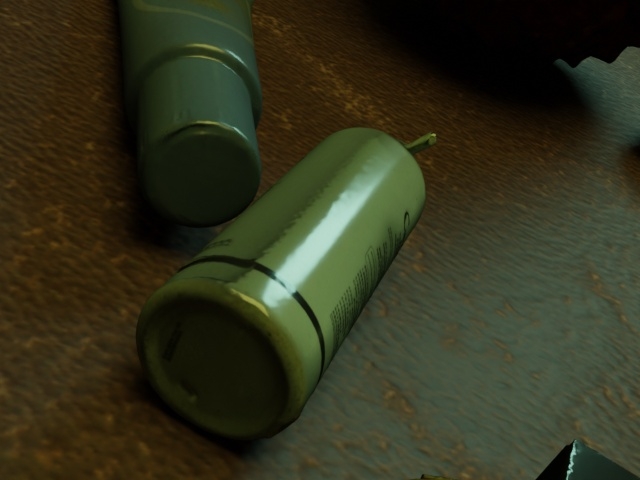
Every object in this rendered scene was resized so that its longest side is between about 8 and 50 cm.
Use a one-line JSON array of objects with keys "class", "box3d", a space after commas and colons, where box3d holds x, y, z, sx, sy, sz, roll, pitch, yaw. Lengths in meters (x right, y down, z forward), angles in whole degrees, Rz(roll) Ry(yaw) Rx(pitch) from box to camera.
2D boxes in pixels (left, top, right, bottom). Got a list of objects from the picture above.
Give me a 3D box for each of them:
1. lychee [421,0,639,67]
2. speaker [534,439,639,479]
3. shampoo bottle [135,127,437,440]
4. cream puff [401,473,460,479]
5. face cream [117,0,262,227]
[{"class": "lychee", "box3d": [0.268, -0.390, 0.906, 0.424, 0.425, 0.500, 27, 4, 4]}, {"class": "speaker", "box3d": [0.193, 0.185, 0.387, 0.218, 0.044, 0.082, 31, 34, 9]}, {"class": "shampoo bottle", "box3d": [0.000, 0.000, 0.481, 0.085, 0.085, 0.262, 29, 34, 7]}, {"class": "cream puff", "box3d": [0.033, 0.152, 0.278, 0.126, 0.103, 0.144, 34, 34, 22]}, {"class": "face cream", "box3d": [-0.096, -0.140, 0.620, 0.135, 0.086, 0.385, 12, 31, -19]}]
